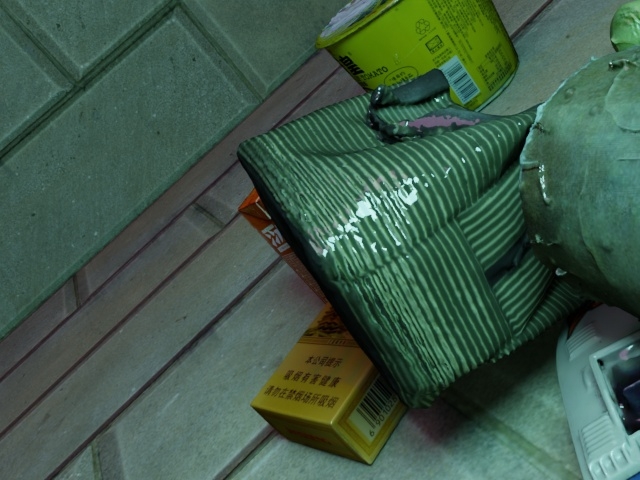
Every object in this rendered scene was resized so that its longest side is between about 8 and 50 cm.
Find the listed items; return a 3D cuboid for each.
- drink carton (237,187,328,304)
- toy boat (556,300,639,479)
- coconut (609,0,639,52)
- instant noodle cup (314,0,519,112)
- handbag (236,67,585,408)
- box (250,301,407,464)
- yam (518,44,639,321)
[{"bbox_3d":[0.000,0.000,1.020,0.071,0.223,0.096,-18,30,48],"label":"drink carton"},{"bbox_3d":[0.247,0.092,0.598,0.129,0.088,0.295,-33,14,20],"label":"toy boat"},{"bbox_3d":[0.437,-0.286,1.029,0.096,0.088,0.088,-24,18,-10],"label":"coconut"},{"bbox_3d":[0.189,-0.357,1.362,0.325,0.254,0.326,-35,21,16],"label":"instant noodle cup"},{"bbox_3d":[0.090,-0.024,0.726,0.240,0.247,0.341,-32,27,-5],"label":"handbag"},{"bbox_3d":[0.060,0.118,0.891,0.274,0.076,0.174,-51,24,-25],"label":"box"},{"bbox_3d":[0.295,-0.010,0.428,0.241,0.241,0.348,-44,28,-7],"label":"yam"}]
